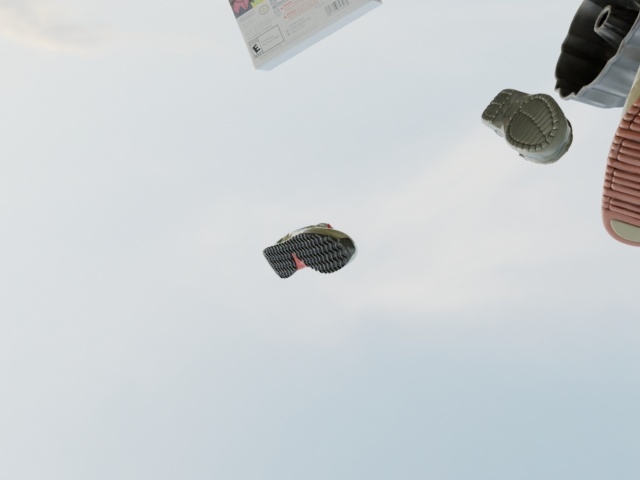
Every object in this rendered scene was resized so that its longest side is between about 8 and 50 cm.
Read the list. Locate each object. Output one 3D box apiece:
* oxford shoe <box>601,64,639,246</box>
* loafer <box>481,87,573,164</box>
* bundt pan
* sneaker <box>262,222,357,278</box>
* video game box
[{"bbox_3d":[0.443,-0.182,1.239,0.140,0.397,0.146,19,-158,3],"label":"oxford shoe"},{"bbox_3d":[0.321,-0.165,1.525,0.094,0.087,0.251,-50,-161,11],"label":"loafer"},{"bbox_3d":[0.572,-0.385,1.896,0.124,0.331,0.331,23,-155,-9],"label":"bundt pan"},{"bbox_3d":[0.000,0.000,1.198,0.075,0.057,0.161,-40,-166,-32],"label":"sneaker"},{"bbox_3d":[-0.038,-0.366,1.437,0.205,0.187,0.048,-25,174,28],"label":"video game box"}]
